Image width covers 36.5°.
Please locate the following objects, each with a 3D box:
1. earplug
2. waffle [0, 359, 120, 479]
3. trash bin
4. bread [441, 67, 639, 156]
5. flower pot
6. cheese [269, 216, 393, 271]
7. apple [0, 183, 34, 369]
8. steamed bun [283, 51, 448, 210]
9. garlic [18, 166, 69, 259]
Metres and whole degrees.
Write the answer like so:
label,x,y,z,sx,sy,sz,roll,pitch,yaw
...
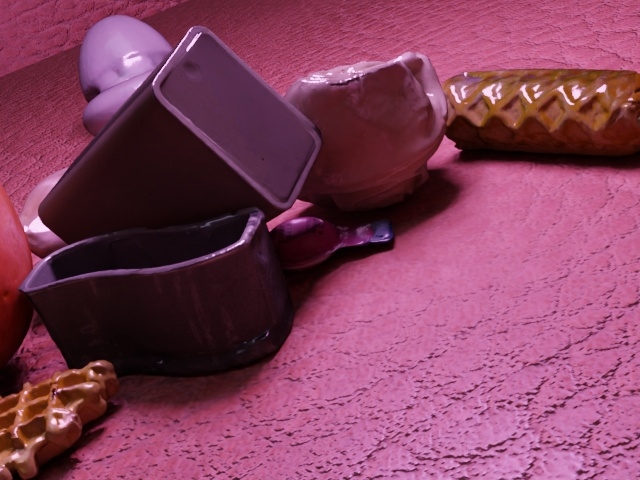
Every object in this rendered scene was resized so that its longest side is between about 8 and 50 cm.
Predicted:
label,x,y,z,sx,sy,sz,roll,pitch,yaw
earplug,-0.329,-0.281,1.694,0.214,0.175,0.325,-24,33,-7
waffle,-0.271,0.157,0.794,0.191,0.046,0.161,-7,27,31
trash bin,-0.145,-0.063,0.937,0.240,0.164,0.122,-32,24,40
bread,0.241,-0.136,1.023,0.269,0.098,0.087,10,74,50
flower pot,-0.143,0.053,0.857,0.229,0.108,0.103,-10,24,23
cheese,0.000,0.000,0.959,0.145,0.038,0.095,-9,25,8
apple,-0.459,0.016,0.876,0.363,0.364,0.364,-16,22,7
steamed bun,0.047,-0.100,1.028,0.211,0.144,0.218,-21,-9,-35
garlic,-0.216,-0.042,1.131,0.318,0.112,0.143,-26,36,-35
